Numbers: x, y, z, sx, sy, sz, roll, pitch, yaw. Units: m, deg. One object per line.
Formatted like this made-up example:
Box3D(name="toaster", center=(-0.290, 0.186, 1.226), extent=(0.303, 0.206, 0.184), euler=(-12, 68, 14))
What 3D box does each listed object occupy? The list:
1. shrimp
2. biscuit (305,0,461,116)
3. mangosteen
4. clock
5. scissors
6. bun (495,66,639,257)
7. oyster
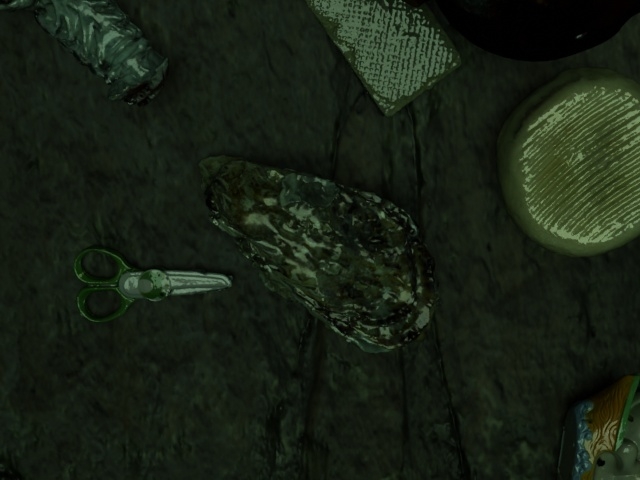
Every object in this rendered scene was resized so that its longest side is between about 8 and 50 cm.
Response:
Box3D(name="shrimp", center=(-0.341, -0.314, 1.048), extent=(0.221, 0.166, 0.410), euler=(-44, 111, 8))
Box3D(name="biscuit", center=(0.070, -0.260, 1.104), extent=(0.121, 0.040, 0.199), euler=(-35, 99, 7))
Box3D(name="mangosteen", center=(0.223, -0.334, 0.968), extent=(0.311, 0.311, 0.311), euler=(0, 103, 1))
Box3D(name="clock", center=(0.388, 0.279, 1.192), extent=(0.144, 0.103, 0.231), euler=(3, 105, -1))
Box3D(name="scissors", center=(-0.215, 0.056, 1.189), extent=(0.204, 0.027, 0.101), euler=(0, 104, 3))
Box3D(name="bun", center=(0.310, -0.092, 1.100), extent=(0.222, 0.127, 0.222), euler=(0, 93, 8))
Box3D(name="oyster", center=(-0.006, 0.000, 1.126), extent=(0.351, 0.158, 0.162), euler=(34, 59, 1))
